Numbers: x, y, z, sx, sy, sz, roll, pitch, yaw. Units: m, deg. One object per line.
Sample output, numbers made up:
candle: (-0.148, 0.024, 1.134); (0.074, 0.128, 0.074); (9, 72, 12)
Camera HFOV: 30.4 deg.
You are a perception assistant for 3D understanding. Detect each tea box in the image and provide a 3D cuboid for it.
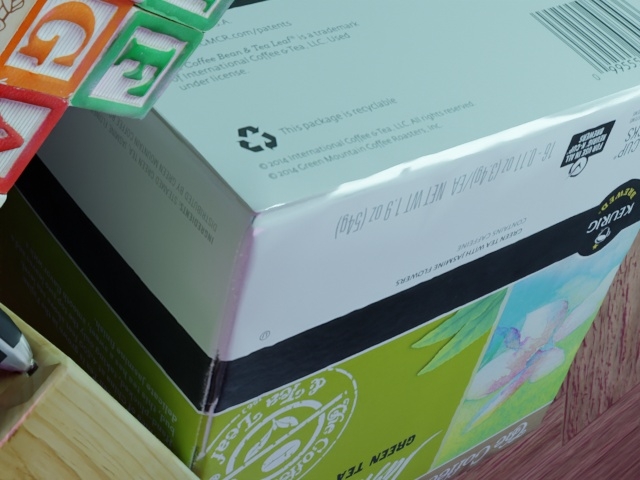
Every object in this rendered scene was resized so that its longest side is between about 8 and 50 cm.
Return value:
tea box: (0.000, 0.000, 0.690); (0.329, 0.220, 0.323); (-21, 142, -35)

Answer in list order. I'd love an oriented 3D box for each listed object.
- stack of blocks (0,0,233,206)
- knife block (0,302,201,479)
stack of blocks: (-0.119, -0.093, 0.378); (0.297, 0.087, 0.171); (-51, 157, 15)
knife block: (-0.116, 0.054, 0.390); (0.275, 0.088, 0.242); (-22, 140, -53)
